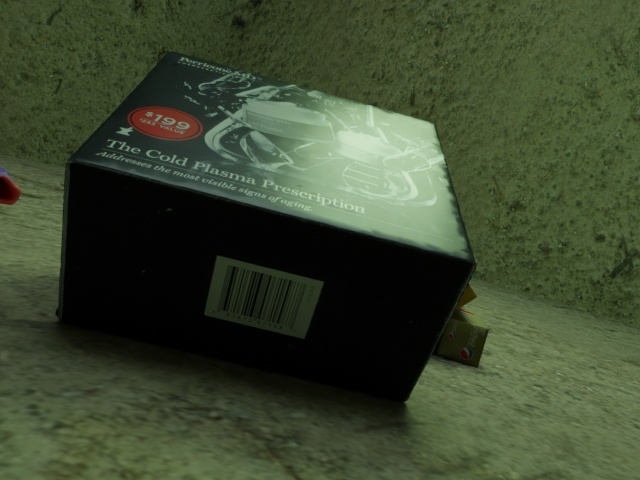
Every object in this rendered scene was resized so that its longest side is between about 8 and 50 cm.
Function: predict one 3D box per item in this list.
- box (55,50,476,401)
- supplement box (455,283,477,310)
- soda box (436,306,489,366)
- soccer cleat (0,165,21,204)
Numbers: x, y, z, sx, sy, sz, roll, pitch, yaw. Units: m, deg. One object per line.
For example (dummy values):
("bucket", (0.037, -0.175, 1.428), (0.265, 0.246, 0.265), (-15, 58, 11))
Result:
("box", (-0.048, -0.036, 0.657), (0.344, 0.178, 0.312), (14, 31, -6))
("supplement box", (0.123, 0.030, 0.942), (0.194, 0.129, 0.191), (56, 8, 4))
("soda box", (0.210, 0.138, 0.935), (0.061, 0.058, 0.181), (16, 3, 8))
("soccer cleat", (-0.582, -0.090, 0.959), (0.116, 0.108, 0.318), (35, 5, -8))
